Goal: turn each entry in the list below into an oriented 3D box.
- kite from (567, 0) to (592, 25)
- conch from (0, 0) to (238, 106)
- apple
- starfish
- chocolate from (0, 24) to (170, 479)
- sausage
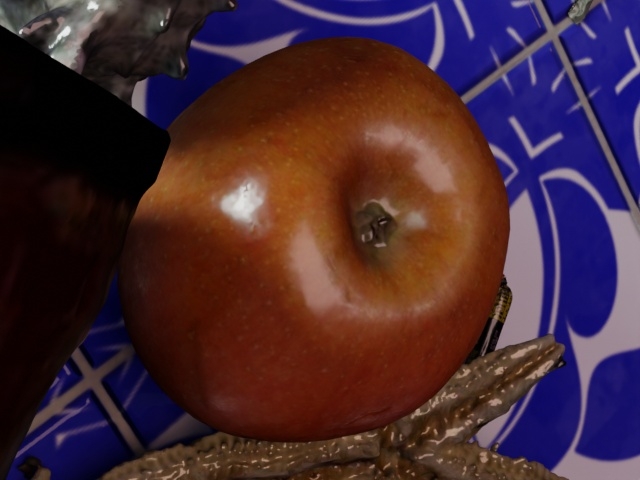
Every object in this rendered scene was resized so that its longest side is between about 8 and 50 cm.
[{"bbox_3d":[0.287,-0.291,1.106,0.229,0.012,0.250,45,70,-20],"label":"kite"},{"bbox_3d":[-0.140,-0.208,0.698,0.186,0.313,0.241,5,132,-16],"label":"conch"},{"bbox_3d":[0.000,0.000,0.802,0.271,0.206,0.252,-33,86,-29],"label":"apple"},{"bbox_3d":[0.026,0.237,0.916,0.432,0.082,0.324,-20,109,-20],"label":"starfish"},{"bbox_3d":[-0.297,0.045,0.567,0.383,0.383,0.331,25,80,-29],"label":"chocolate"},{"bbox_3d":[0.119,0.119,1.002,0.028,0.025,0.198,57,53,-69],"label":"sausage"}]
